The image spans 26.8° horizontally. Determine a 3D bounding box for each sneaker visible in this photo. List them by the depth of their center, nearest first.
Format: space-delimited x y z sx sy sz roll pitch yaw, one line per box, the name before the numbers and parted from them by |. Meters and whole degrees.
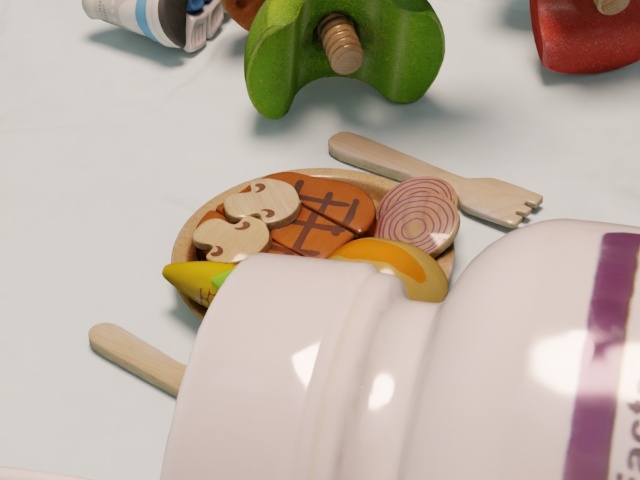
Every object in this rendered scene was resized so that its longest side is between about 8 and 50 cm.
sneaker | -0.075 -0.181 0.793 0.083 0.071 0.190 10 40 26

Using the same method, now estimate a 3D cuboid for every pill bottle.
pill bottle | 0.117 0.084 0.362 0.302 0.169 0.169 8 40 14

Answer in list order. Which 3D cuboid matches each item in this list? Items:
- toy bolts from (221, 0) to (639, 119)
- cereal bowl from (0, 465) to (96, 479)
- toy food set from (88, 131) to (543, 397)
toy bolts | 0.064 -0.188 0.683 0.228 0.218 0.158 -5 51 -14
cereal bowl | -0.106 0.206 0.234 0.339 0.141 0.339 -6 35 4
toy food set | 0.000 0.000 0.578 0.132 0.038 0.192 22 45 29
